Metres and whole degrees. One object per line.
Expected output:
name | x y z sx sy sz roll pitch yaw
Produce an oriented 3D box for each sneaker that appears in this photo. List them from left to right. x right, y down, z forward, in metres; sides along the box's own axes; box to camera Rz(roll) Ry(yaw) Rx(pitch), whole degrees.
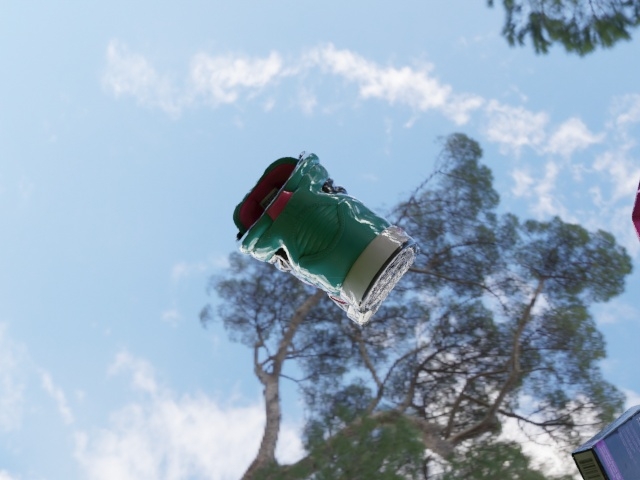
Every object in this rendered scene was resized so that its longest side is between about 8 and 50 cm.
sneaker | 0.000 0.000 0.794 0.178 0.295 0.124 37 -95 10

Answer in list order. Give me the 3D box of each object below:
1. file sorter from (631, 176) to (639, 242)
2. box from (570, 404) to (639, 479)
file sorter | 0.385 0.015 0.586 0.182 0.291 0.202 -8 -142 38
box | 0.317 0.237 0.754 0.029 0.162 0.116 -33 -105 39
